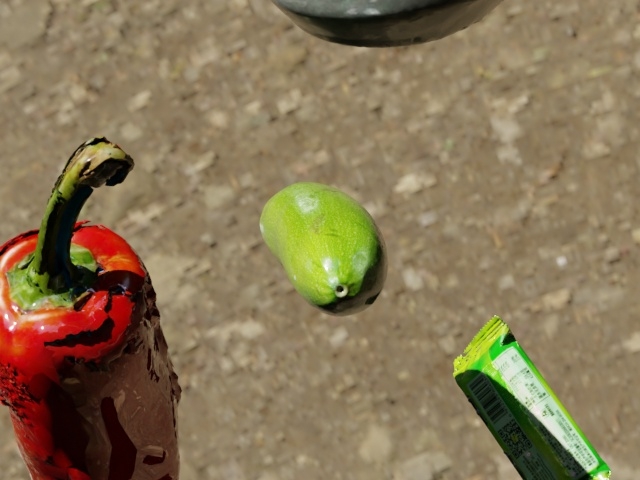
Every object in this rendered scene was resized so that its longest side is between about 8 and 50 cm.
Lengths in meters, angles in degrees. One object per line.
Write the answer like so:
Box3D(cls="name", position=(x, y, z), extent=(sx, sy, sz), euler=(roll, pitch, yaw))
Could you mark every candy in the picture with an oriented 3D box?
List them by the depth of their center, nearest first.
Box3D(cls="candy", position=(0.189, 0.162, 1.517), extent=(0.032, 0.102, 0.178), euler=(-22, 71, -39))

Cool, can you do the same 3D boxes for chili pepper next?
Box3D(cls="chili pepper", position=(-0.136, 0.097, 0.976), extent=(0.110, 0.387, 0.110), euler=(-2, 45, 2))

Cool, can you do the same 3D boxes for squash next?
Box3D(cls="squash", position=(0.002, -0.001, 1.312), extent=(0.082, 0.082, 0.292), euler=(-27, 13, -3))

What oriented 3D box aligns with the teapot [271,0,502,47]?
Box3D(cls="teapot", position=(0.069, -0.353, 1.388), extent=(0.300, 0.344, 0.253), euler=(14, 41, 31))
